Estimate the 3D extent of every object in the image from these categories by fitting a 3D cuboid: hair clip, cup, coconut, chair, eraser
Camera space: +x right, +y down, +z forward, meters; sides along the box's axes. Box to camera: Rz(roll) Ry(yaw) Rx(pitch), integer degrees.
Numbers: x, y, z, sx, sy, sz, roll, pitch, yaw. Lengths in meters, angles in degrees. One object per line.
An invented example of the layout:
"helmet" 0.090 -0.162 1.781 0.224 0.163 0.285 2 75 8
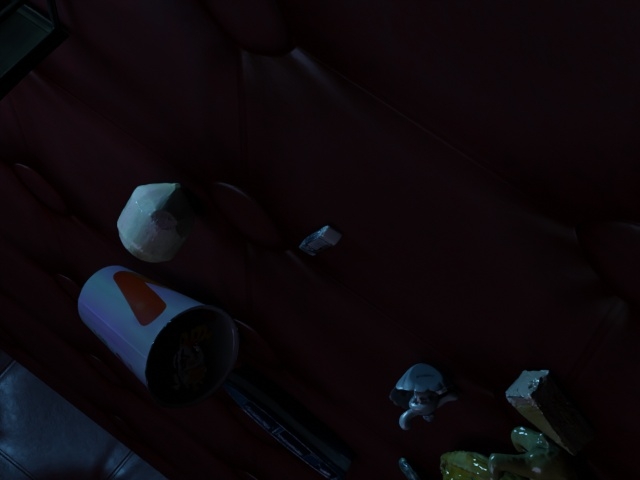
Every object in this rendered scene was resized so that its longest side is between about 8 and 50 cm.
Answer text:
"hair clip" 0.214 0.462 2.167 0.229 0.036 0.066 42 165 -5
"cup" -0.307 0.154 2.253 0.288 0.203 0.203 27 155 44
"coconut" -0.240 -0.035 1.858 0.110 0.124 0.110 34 -163 -12
"chair" -0.435 -0.268 1.656 0.141 0.154 0.260 34 156 16
"eraser" 0.000 0.000 1.643 0.027 0.019 0.099 29 161 -12

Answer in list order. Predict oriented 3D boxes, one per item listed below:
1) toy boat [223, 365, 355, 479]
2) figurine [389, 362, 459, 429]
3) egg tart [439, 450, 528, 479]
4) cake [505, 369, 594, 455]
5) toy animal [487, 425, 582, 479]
"toy boat" -0.063 0.337 2.343 0.299 0.062 0.096 40 159 -2
"figurine" 0.147 0.218 1.754 0.082 0.094 0.086 -104 13 -60
"egg tart" 0.267 0.422 1.882 0.291 0.107 0.291 37 163 13
"cake" 0.290 0.215 1.539 0.121 0.052 0.065 42 156 -3
"toy animal" 0.324 0.332 1.686 0.101 0.103 0.218 -13 123 37
